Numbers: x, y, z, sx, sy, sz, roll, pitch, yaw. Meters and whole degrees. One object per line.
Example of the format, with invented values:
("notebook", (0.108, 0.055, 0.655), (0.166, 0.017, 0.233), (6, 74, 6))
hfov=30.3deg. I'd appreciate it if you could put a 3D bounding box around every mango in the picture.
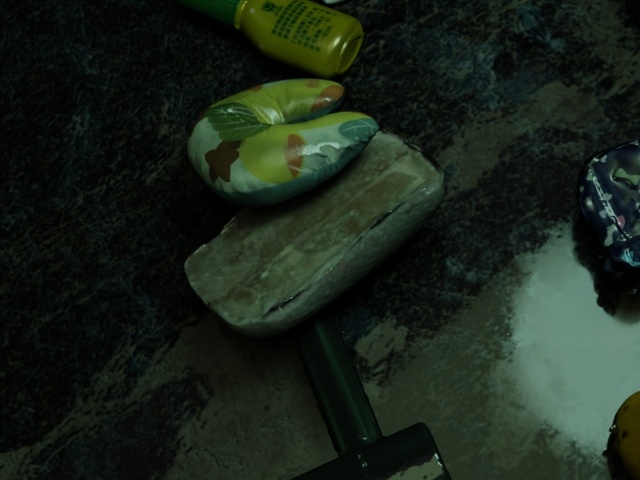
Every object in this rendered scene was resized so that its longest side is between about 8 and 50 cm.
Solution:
("mango", (0.382, 0.224, 1.209), (0.178, 0.090, 0.115), (37, 68, 14))

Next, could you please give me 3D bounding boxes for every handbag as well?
("handbag", (0.420, -0.046, 1.313), (0.260, 0.113, 0.162), (-21, 59, 0))

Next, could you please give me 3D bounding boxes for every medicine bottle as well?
("medicine bottle", (-0.073, -0.287, 1.529), (0.260, 0.064, 0.095), (24, 69, 18))

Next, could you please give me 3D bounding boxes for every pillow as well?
("pillow", (-0.052, -0.124, 1.406), (0.214, 0.086, 0.233), (-21, 30, -6))

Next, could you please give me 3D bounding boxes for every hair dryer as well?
("hair dryer", (-0.011, 0.216, 1.278), (0.244, 0.116, 0.302), (-21, 53, -1))

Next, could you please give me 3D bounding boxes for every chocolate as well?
("chocolate", (0.000, 0.000, 1.358), (0.303, 0.100, 0.185), (-37, 42, -11))

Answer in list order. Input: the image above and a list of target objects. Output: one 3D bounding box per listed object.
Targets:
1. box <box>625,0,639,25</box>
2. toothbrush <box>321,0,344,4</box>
("box", (0.543, -0.363, 1.388), (0.345, 0.204, 0.251), (-21, 64, -1))
("toothbrush", (0.197, -0.384, 1.544), (0.418, 0.040, 0.042), (-16, 66, 1))
